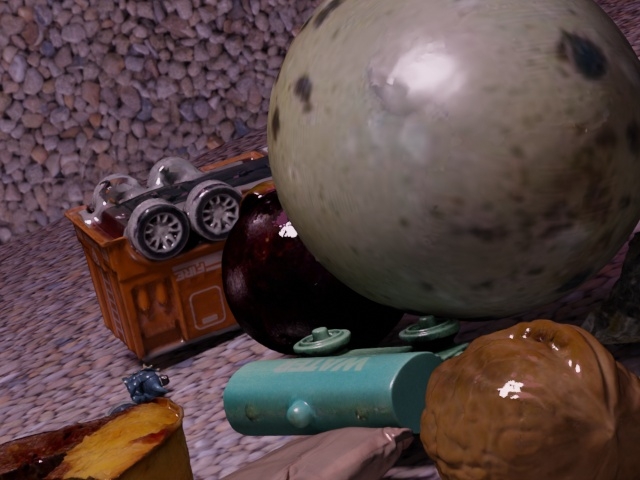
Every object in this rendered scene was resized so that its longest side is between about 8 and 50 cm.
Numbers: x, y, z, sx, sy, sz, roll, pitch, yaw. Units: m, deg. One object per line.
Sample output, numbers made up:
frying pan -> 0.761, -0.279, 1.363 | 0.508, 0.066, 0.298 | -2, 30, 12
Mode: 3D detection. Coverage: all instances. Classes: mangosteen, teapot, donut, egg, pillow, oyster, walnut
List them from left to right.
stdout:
donut -> -0.195, 0.218, 1.696 | 0.151, 0.112, 0.295 | -27, 15, -36
teapot -> -0.188, 0.190, 1.943 | 0.064, 0.049, 0.083 | -23, 12, -10
pillow -> -0.062, 0.228, 1.533 | 0.270, 0.067, 0.173 | -31, 10, -40
mangosteen -> 0.000, 0.000, 1.982 | 0.211, 0.250, 0.211 | 3, -18, 1
egg -> 0.134, -0.095, 1.727 | 0.345, 0.345, 0.428 | -26, 16, -22
walnut -> 0.161, 0.135, 1.380 | 0.155, 0.155, 0.184 | -26, 15, -24
oyster -> 0.337, -0.017, 1.693 | 0.252, 0.087, 0.199 | -43, 22, 25

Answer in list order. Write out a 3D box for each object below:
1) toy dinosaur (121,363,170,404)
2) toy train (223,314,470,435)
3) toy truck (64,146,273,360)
toy dinosaur -> -0.195, 0.161, 2.122 | 0.047, 0.030, 0.083 | -25, 13, -10
toy train -> 0.028, 0.133, 1.682 | 0.248, 0.101, 0.159 | -7, 10, 44
toy truck -> -0.090, -0.005, 2.270 | 0.388, 0.207, 0.173 | -19, 21, -19
